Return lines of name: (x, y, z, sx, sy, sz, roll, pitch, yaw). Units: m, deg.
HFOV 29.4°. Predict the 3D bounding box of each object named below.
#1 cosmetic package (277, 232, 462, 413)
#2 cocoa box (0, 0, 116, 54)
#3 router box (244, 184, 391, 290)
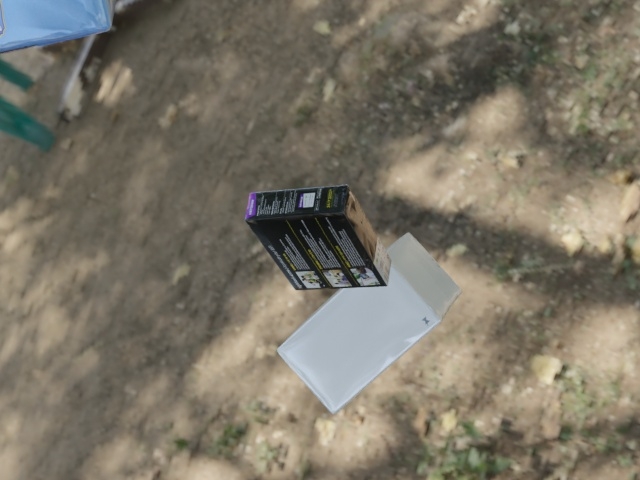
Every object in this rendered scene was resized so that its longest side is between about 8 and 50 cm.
cosmetic package: (0.080, 0.122, 1.874, 0.224, 0.138, 0.224, -43, -2, 16)
cocoa box: (-0.329, -0.352, 1.091, 0.231, 0.228, 0.347, -110, 9, -68)
router box: (0.000, 0.000, 1.542, 0.133, 0.179, 0.046, -4, 57, 21)
